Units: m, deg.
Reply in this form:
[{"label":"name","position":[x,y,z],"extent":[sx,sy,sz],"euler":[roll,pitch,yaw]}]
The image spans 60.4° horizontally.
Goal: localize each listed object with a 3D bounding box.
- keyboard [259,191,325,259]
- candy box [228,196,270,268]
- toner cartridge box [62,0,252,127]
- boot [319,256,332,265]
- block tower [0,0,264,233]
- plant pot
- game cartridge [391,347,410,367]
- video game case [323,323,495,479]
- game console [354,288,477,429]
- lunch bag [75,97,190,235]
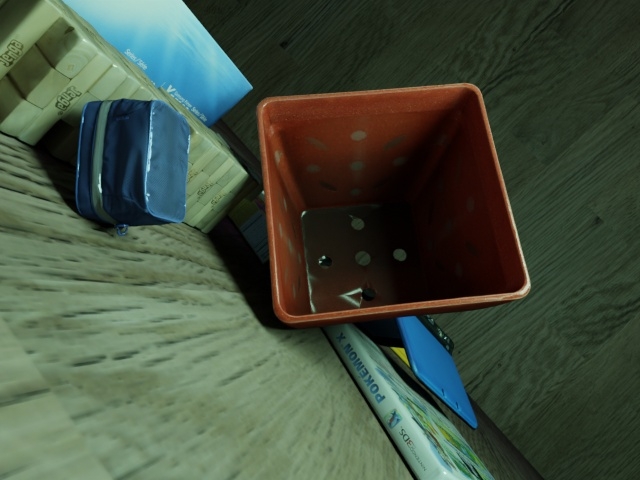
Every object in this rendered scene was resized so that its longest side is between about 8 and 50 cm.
[{"label":"keyboard","position":[-0.090,-0.046,1.223],"extent":[0.256,0.014,0.072],"euler":[47,-32,-8]},{"label":"candy box","position":[-0.091,-0.018,0.889],"extent":[0.186,0.053,0.109],"euler":[52,5,34]},{"label":"toner cartridge box","position":[-0.214,-0.205,0.575],"extent":[0.075,0.165,0.348],"euler":[49,4,18]},{"label":"boot","position":[0.000,0.000,1.389],"extent":[0.246,0.094,0.207],"euler":[33,10,-49]},{"label":"block tower","position":[-0.172,-0.101,0.527],"extent":[0.091,0.097,0.335],"euler":[49,6,22]},{"label":"plant pot","position":[0.068,-0.012,0.708],"extent":[0.235,0.267,0.267],"euler":[95,-12,-69]},{"label":"game cartridge","position":[0.157,0.206,1.482],"extent":[0.285,0.053,0.323],"euler":[47,6,-17]},{"label":"video game case","position":[0.155,0.273,0.790],"extent":[0.329,0.036,0.300],"euler":[46,4,-38]},{"label":"game console","position":[0.135,0.201,0.995],"extent":[0.250,0.173,0.293],"euler":[-2,-34,36]},{"label":"lunch bag","position":[-0.141,-0.052,0.409],"extent":[0.067,0.065,0.098],"euler":[36,56,-76]}]
